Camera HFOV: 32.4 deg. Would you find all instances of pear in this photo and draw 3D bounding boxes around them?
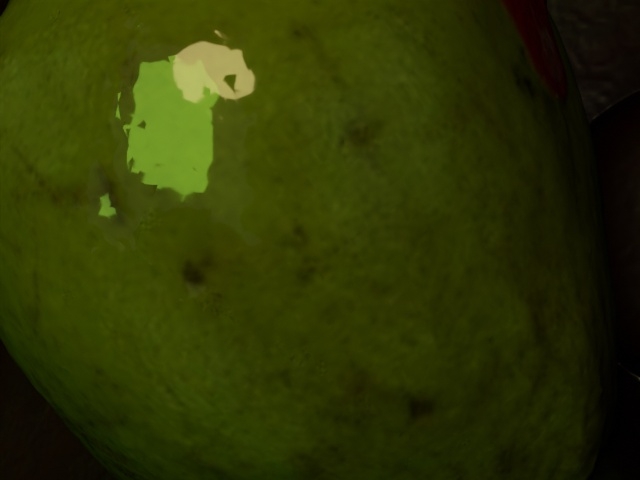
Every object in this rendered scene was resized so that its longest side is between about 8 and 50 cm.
[{"bbox_3d":[0.000,0.000,0.501,0.287,0.287,0.375,-30,92,25],"label":"pear"}]
